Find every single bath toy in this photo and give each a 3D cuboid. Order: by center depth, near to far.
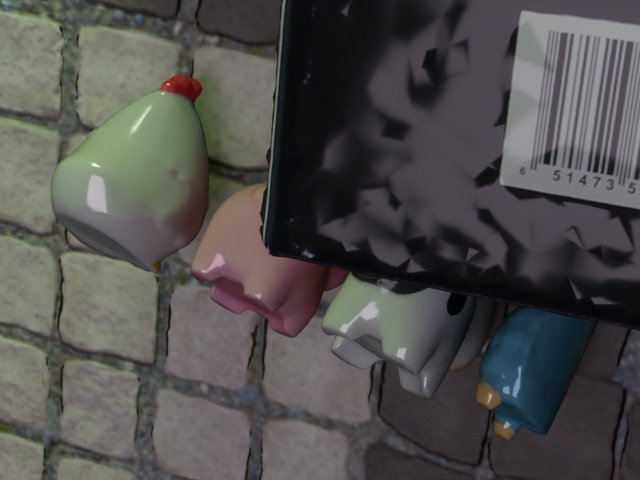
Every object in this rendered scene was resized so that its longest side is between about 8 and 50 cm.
[{"bbox_3d":[0.000,0.000,0.854,0.348,0.151,0.129,23,75,17],"label":"bath toy"}]

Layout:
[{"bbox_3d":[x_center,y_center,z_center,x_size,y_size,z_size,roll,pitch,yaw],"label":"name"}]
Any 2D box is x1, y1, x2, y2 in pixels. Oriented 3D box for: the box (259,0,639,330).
[{"bbox_3d":[0.165,-0.087,0.663,0.296,0.294,0.183,11,108,18],"label":"box"}]
